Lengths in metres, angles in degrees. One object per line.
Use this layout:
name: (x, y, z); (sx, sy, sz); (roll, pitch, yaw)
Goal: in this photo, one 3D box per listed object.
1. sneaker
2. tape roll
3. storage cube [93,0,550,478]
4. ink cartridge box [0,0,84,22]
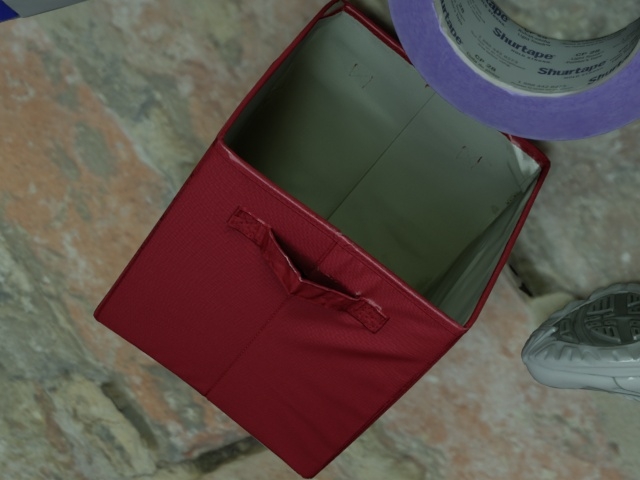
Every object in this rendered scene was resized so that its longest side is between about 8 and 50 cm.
sneaker: (0.249, 0.093, 1.026); (0.232, 0.090, 0.115); (-2, 123, 25)
tape roll: (0.139, -0.159, 0.916); (0.189, 0.080, 0.189); (10, 123, 16)
storage cube: (0.000, 0.000, 0.996); (0.183, 0.215, 0.193); (37, 133, -3)
ink cartridge box: (-0.106, -0.248, 0.927); (0.371, 0.069, 0.176); (-11, 84, 30)
